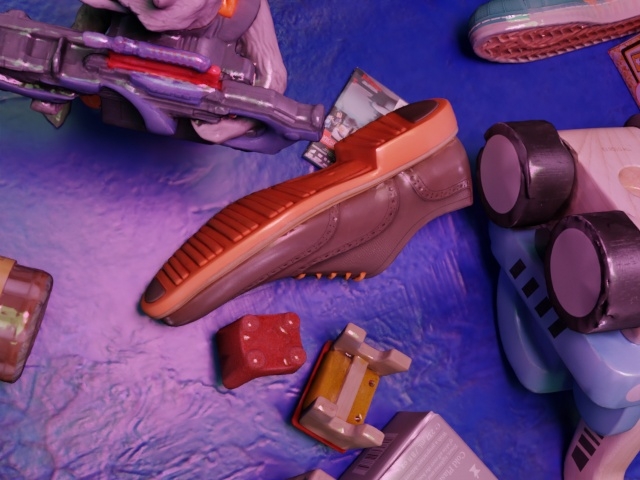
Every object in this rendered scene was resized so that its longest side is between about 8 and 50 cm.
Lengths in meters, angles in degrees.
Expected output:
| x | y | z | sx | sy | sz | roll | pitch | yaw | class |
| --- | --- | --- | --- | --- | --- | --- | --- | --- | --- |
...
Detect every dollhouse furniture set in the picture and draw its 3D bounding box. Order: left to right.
| x | y | z | sx | sy | sz | roll | pitch | yaw | class |
| --- | --- | --- | --- | --- | --- | --- | --- | --- | --- |
| -0.090 | 0.232 | 0.800 | 0.201 | 0.152 | 0.374 | 33 | 58 | -11 | dollhouse furniture set |

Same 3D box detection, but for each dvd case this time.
| x | y | z | sx | sy | sz | roll | pitch | yaw | class |
| --- | --- | --- | --- | --- | --- | --- | --- | --- | --- |
| 0.045 | -0.116 | 0.935 | 0.087 | 0.013 | 0.119 | 32 | 76 | -11 | dvd case |

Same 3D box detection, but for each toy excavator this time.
| x | y | z | sx | sy | sz | roll | pitch | yaw | class |
| --- | --- | --- | --- | --- | --- | --- | --- | --- | --- |
| 0.303 | 0.148 | 0.889 | 0.222 | 0.445 | 0.433 | -7 | 44 | -17 | toy excavator |

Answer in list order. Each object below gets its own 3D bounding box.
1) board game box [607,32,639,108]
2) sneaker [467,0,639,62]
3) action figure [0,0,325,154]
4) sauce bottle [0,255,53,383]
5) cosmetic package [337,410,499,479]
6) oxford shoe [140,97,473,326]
| x | y | z | sx | sy | sz | roll | pitch | yaw | class |
| --- | --- | --- | --- | --- | --- | --- | --- | --- | --- |
| 0.429 | -0.190 | 0.970 | 0.045 | 0.193 | 0.147 | -30 | 93 | -19 | board game box |
| 0.287 | -0.289 | 0.992 | 0.302 | 0.108 | 0.121 | -16 | 82 | -23 | sneaker |
| -0.168 | -0.173 | 0.706 | 0.341 | 0.330 | 0.179 | 12 | 82 | -16 | action figure |
| -0.409 | 0.030 | 0.723 | 0.344 | 0.111 | 0.111 | 16 | 78 | -14 | sauce bottle |
| 0.134 | 0.296 | 0.863 | 0.238 | 0.107 | 0.127 | 45 | 70 | -4 | cosmetic package |
| 0.000 | 0.000 | 0.850 | 0.363 | 0.130 | 0.133 | -30 | 111 | -9 | oxford shoe |
